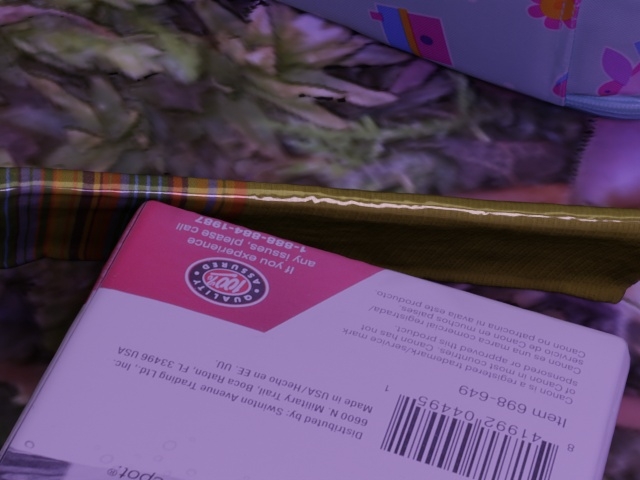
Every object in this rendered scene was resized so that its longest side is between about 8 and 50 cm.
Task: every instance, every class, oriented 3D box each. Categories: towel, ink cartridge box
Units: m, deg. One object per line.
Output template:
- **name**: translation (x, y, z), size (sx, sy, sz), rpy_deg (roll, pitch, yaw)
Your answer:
- **towel**: translation (0.000, 0.000, 0.647), size (0.237, 0.102, 0.021), rpy_deg (3, 81, -7)
- **ink cartridge box**: translation (-0.016, 0.106, 0.526), size (0.159, 0.092, 0.218), rpy_deg (16, 41, 8)

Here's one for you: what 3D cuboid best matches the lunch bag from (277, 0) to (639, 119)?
- **lunch bag**: translation (0.079, -0.183, 0.807), size (0.279, 0.108, 0.224), rpy_deg (21, 61, 14)
